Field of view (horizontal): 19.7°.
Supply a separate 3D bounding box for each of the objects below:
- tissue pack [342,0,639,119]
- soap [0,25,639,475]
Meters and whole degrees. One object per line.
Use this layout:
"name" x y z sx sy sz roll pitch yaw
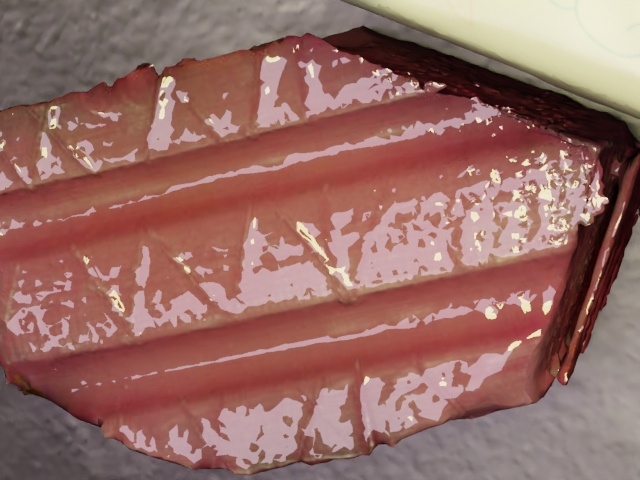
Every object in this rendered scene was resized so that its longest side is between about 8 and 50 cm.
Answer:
"tissue pack" 0.126 -0.114 0.690 0.271 0.201 0.124 24 110 13
"soap" 0.000 0.000 0.787 0.289 0.112 0.182 -14 93 18
